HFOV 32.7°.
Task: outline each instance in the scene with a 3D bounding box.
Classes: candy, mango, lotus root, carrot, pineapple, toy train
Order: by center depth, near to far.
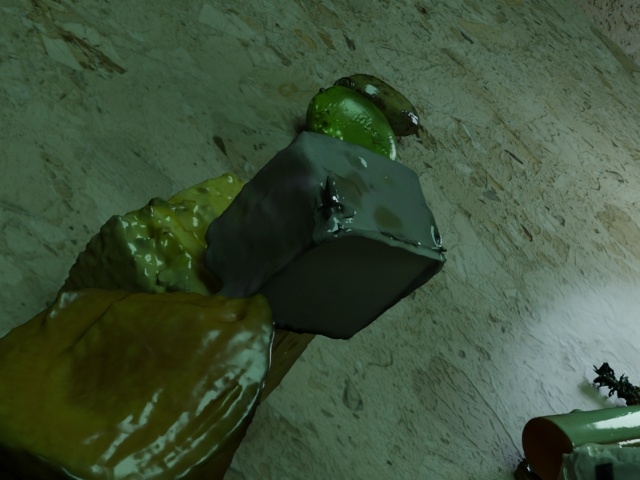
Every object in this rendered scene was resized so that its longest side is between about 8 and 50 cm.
[{"bbox_3d":[-0.203,0.189,0.982,0.241,0.340,0.241,20,25,-10],"label":"carrot"},{"bbox_3d":[0.000,0.000,1.074,0.185,0.195,0.137,14,47,-39],"label":"candy"},{"bbox_3d":[0.409,0.299,1.526,0.285,0.116,0.177,1,35,-39],"label":"toy train"},{"bbox_3d":[0.499,0.242,1.772,0.124,0.058,0.058,39,35,-1],"label":"pineapple"},{"bbox_3d":[0.052,-0.174,1.787,0.178,0.100,0.119,43,70,-10],"label":"mango"},{"bbox_3d":[0.099,-0.237,1.903,0.179,0.089,0.080,25,69,-29],"label":"lotus root"}]

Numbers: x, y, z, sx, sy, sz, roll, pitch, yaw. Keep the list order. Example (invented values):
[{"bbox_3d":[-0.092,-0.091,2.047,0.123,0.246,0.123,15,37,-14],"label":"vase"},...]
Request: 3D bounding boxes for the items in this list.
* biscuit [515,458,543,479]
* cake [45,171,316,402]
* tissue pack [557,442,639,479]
[{"bbox_3d":[0.399,0.389,1.533,0.290,0.041,0.208,32,35,-11],"label":"biscuit"},{"bbox_3d":[-0.117,0.071,1.243,0.222,0.227,0.286,50,36,15],"label":"cake"},{"bbox_3d":[0.390,0.430,1.218,0.375,0.195,0.390,56,28,-52],"label":"tissue pack"}]
